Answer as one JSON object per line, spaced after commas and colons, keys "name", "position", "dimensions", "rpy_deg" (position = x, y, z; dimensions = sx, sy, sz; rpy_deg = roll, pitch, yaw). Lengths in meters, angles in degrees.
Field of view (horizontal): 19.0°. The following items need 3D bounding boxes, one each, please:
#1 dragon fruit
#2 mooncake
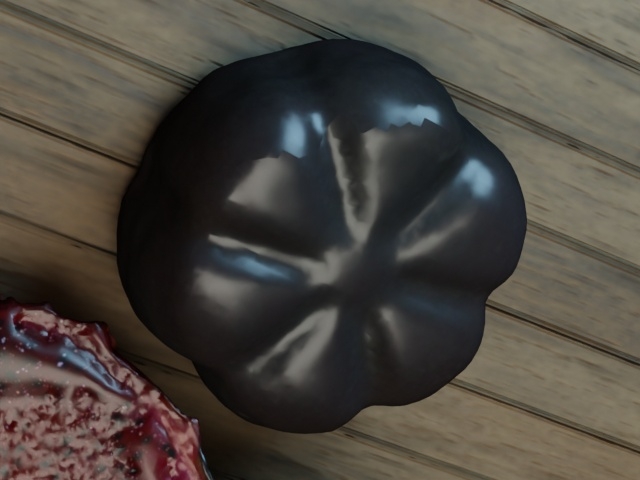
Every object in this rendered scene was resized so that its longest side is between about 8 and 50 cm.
{"name": "dragon fruit", "position": [-0.208, 0.134, 1.171], "dimensions": [0.262, 0.163, 0.189], "rpy_deg": [-17, 155, -10]}
{"name": "mooncake", "position": [0.000, 0.000, 1.158], "dimensions": [0.245, 0.133, 0.244], "rpy_deg": [-7, 115, -16]}
